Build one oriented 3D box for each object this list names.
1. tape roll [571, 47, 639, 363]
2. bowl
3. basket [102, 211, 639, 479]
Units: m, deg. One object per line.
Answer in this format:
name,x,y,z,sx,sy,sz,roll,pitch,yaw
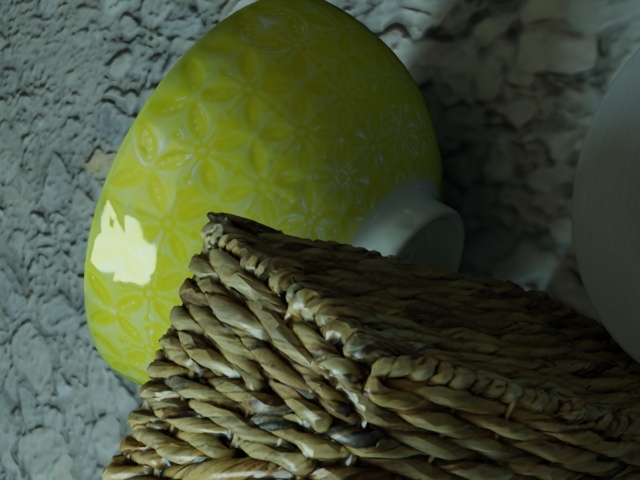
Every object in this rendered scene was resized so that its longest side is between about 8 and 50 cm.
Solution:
tape roll,0.244,-0.023,0.772,0.219,0.072,0.219,-14,71,48
bowl,0.000,0.000,0.933,0.156,0.289,0.289,28,104,26
basket,0.056,0.142,0.779,0.213,0.299,0.223,34,105,47
